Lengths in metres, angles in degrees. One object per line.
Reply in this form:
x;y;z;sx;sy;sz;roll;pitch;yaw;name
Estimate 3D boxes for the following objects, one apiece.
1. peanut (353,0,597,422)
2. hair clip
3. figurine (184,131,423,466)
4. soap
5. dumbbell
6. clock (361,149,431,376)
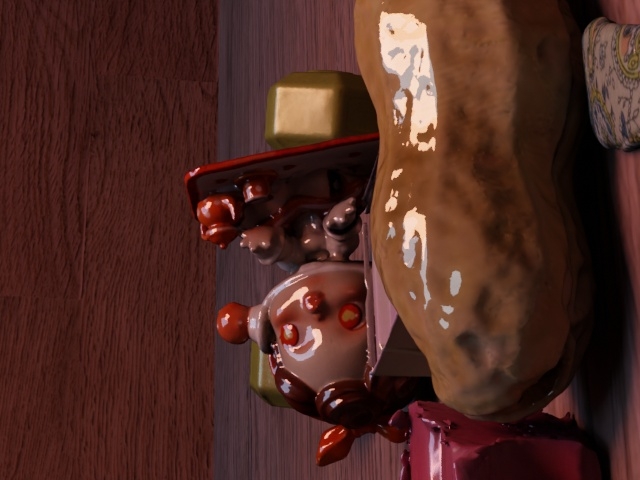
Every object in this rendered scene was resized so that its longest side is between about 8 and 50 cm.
0.086;-0.044;0.841;0.130;0.130;0.290;116;153;-68;peanut
0.150;-0.073;0.705;0.229;0.036;0.066;-157;64;-81;hair clip
0.008;0.055;1.196;0.160;0.183;0.226;93;166;-77;figurine
0.086;0.203;0.808;0.162;0.099;0.250;116;156;-68;soap
0.000;0.000;1.395;0.108;0.121;0.302;5;93;52;dumbbell
0.078;-0.011;1.018;0.192;0.071;0.147;107;164;-55;clock
